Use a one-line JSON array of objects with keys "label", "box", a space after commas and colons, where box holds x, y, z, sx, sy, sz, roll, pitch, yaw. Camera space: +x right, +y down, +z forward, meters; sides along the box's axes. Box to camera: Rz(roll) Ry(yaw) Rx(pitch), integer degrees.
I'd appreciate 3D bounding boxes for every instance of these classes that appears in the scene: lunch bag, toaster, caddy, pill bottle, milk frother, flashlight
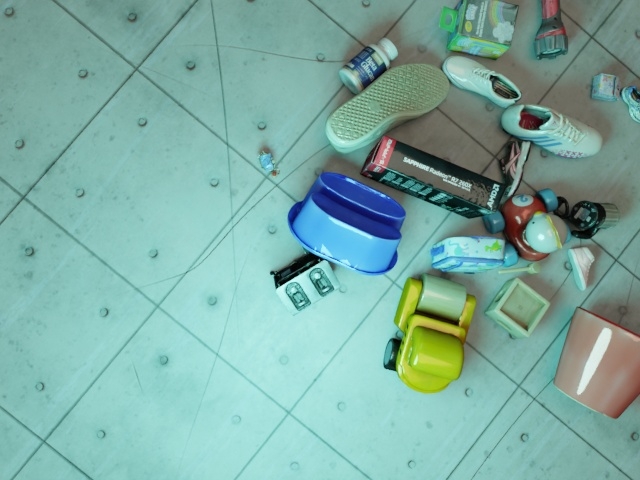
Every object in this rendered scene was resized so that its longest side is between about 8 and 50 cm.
[{"label": "lunch bag", "box": [0.417, 0.042, 1.733, 0.176, 0.219, 0.090, 4, 81, -6]}, {"label": "toaster", "box": [-0.044, 0.114, 1.718, 0.168, 0.185, 0.110, -31, 104, -1]}, {"label": "caddy", "box": [0.077, -0.036, 1.703, 0.341, 0.241, 0.179, 25, 129, -3]}, {"label": "pill bottle", "box": [0.146, -0.523, 1.793, 0.169, 0.094, 0.094, -42, 91, -5]}, {"label": "milk frother", "box": [0.803, -0.087, 1.835, 0.135, 0.129, 0.143, 1, 54, -38]}, {"label": "lunch bag", "box": [0.894, -0.476, 1.873, 0.083, 0.053, 0.071, 8, 89, -13]}, {"label": "flashlight", "box": [0.694, -0.716, 1.842, 0.103, 0.103, 0.304, -5, 90, -2]}]

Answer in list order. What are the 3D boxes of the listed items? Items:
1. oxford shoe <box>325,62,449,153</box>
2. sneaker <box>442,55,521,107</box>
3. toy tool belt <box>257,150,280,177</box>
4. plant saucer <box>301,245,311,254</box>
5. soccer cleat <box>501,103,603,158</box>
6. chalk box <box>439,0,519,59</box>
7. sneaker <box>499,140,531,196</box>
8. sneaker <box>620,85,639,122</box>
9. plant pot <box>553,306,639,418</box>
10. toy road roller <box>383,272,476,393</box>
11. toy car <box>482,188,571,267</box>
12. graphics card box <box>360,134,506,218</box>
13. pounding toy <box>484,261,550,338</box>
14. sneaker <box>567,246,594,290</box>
[{"label": "oxford shoe", "box": [0.191, -0.393, 1.786, 0.449, 0.130, 0.169, -32, 85, -20]}, {"label": "sneaker", "box": [0.495, -0.490, 1.821, 0.258, 0.091, 0.094, 25, 86, -3]}, {"label": "toy tool belt", "box": [-0.152, -0.225, 1.781, 0.052, 0.051, 0.083, -27, 91, -5]}, {"label": "plant saucer", "box": [0.000, 0.000, 1.800, 0.119, 0.021, 0.119, 0, 87, -5]}, {"label": "soccer cleat", "box": [0.709, -0.327, 1.807, 0.331, 0.143, 0.116, 14, 87, -4]}, {"label": "chalk box", "box": [0.459, -0.642, 1.806, 0.213, 0.132, 0.132, 12, 88, -3]}, {"label": "sneaker", "box": [0.582, -0.221, 1.841, 0.077, 0.072, 0.178, 18, 90, 22]}, {"label": "sneaker", "box": [0.990, -0.423, 1.875, 0.052, 0.058, 0.135, -37, 92, -5]}, {"label": "plant pot", "box": [0.821, 0.360, 1.745, 0.275, 0.275, 0.243, 25, 95, -3]}, {"label": "toy road roller", "box": [0.324, 0.268, 1.706, 0.202, 0.240, 0.329, 17, 87, -4]}, {"label": "toy car", "box": [0.632, -0.042, 1.743, 0.219, 0.238, 0.210, -21, 90, -5]}, {"label": "graphics card box", "box": [0.312, -0.174, 1.726, 0.371, 0.233, 0.094, 23, 86, -3]}, {"label": "pounding toy", "box": [0.588, 0.157, 1.811, 0.181, 0.094, 0.206, 38, 76, 3]}, {"label": "sneaker", "box": [0.812, 0.083, 1.846, 0.070, 0.051, 0.134, -14, 85, 0]}]
